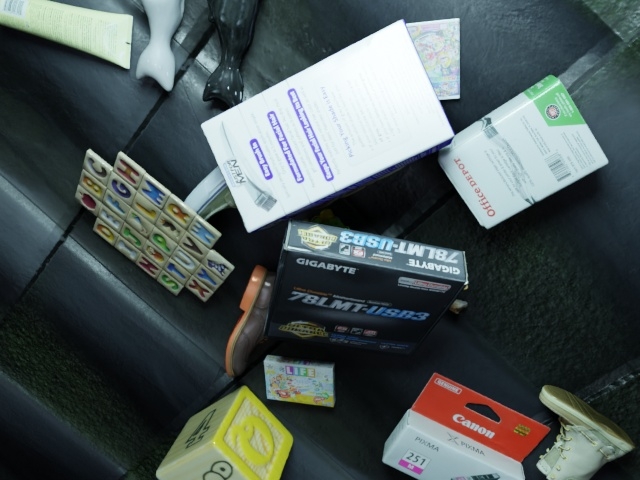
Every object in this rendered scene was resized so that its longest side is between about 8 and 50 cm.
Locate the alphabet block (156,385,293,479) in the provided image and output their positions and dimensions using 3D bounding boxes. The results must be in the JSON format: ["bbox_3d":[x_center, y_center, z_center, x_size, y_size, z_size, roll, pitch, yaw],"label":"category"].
[{"bbox_3d":[-0.210,0.486,1.207,0.197,0.193,0.192,-34,104,24],"label":"alphabet block"}]

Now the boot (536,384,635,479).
[{"bbox_3d":[0.482,0.395,1.055,0.213,0.077,0.165,34,109,-8],"label":"boot"}]

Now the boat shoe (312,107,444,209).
[{"bbox_3d":[0.083,-0.151,0.918,0.285,0.089,0.104,-29,83,20],"label":"boat shoe"}]

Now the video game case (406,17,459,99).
[{"bbox_3d":[0.180,-0.289,0.864,0.087,0.011,0.122,-1,114,14],"label":"video game case"}]

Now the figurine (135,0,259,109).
[{"bbox_3d":[-0.215,-0.340,0.899,0.215,0.092,0.209,18,121,6],"label":"figurine"}]

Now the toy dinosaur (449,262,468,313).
[{"bbox_3d":[0.204,0.060,0.987,0.211,0.064,0.112,42,117,-7],"label":"toy dinosaur"}]

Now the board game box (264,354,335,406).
[{"bbox_3d":[-0.045,0.310,1.180,0.154,0.026,0.103,3,114,12],"label":"board game box"}]

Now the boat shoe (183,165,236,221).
[{"bbox_3d":[-0.136,-0.110,0.967,0.302,0.109,0.094,-38,98,22],"label":"boat shoe"}]

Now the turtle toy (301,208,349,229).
[{"bbox_3d":[0.000,0.000,1.006,0.130,0.066,0.095,-23,84,24],"label":"turtle toy"}]

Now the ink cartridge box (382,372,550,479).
[{"bbox_3d":[0.307,0.437,1.136,0.275,0.060,0.239,25,118,1],"label":"ink cartridge box"}]

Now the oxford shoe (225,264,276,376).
[{"bbox_3d":[-0.129,0.185,1.108,0.098,0.097,0.271,19,117,-2],"label":"oxford shoe"}]

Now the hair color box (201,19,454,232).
[{"bbox_3d":[0.011,-0.163,0.824,0.339,0.110,0.185,-24,90,11],"label":"hair color box"}]

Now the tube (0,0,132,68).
[{"bbox_3d":[-0.452,-0.382,0.953,0.240,0.062,0.070,15,160,1],"label":"tube"}]

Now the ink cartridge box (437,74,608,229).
[{"bbox_3d":[0.315,-0.138,0.857,0.208,0.087,0.153,-31,104,23],"label":"ink cartridge box"}]

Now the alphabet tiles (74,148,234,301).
[{"bbox_3d":[-0.332,-0.017,1.050,0.342,0.011,0.285,40,139,-6],"label":"alphabet tiles"}]

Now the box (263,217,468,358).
[{"bbox_3d":[0.062,0.100,0.937,0.295,0.073,0.293,10,143,-7],"label":"box"}]
